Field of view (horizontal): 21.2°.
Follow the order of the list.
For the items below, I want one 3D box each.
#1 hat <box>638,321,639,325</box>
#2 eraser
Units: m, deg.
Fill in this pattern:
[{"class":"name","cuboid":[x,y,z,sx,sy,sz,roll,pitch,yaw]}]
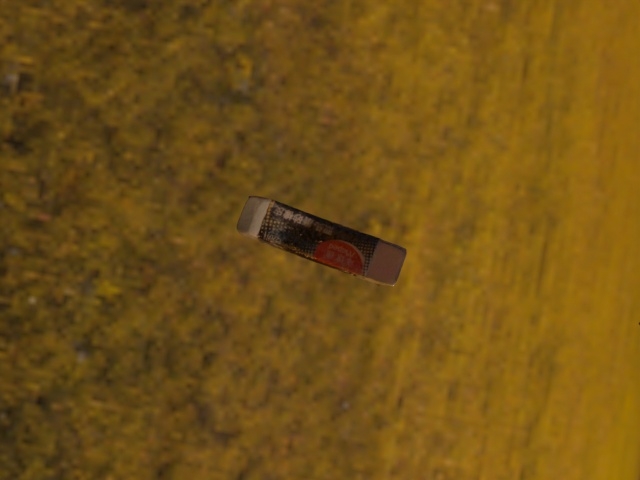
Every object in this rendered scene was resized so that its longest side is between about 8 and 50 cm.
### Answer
[{"class":"hat","cuboid":[0.329,0.037,1.169,0.227,0.140,0.129,-37,117,-51]},{"class":"eraser","cuboid":[0.000,0.000,0.980,0.019,0.099,0.027,75,36,-80]}]
